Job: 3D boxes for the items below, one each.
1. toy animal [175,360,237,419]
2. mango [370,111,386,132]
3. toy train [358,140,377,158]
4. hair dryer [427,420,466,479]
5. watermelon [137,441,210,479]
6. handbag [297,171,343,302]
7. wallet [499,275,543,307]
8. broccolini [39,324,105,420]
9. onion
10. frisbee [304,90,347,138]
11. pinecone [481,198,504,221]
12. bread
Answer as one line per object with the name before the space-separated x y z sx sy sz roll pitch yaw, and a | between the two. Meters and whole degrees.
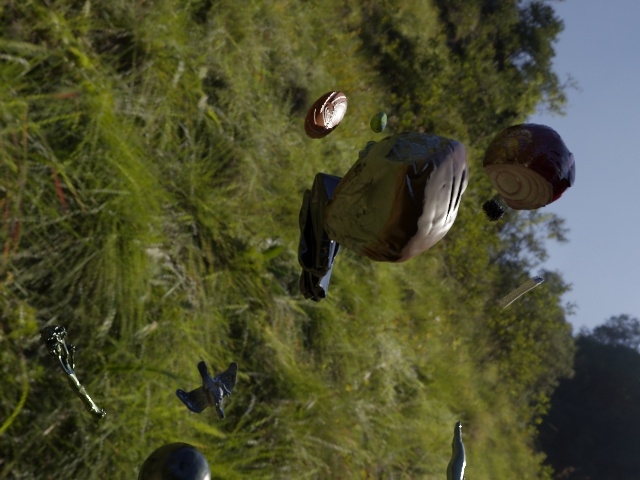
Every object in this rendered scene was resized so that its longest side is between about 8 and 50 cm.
toy animal | -0.397 0.546 2.435 0.176 0.239 0.255 -10 -77 59
mango | 0.231 -0.467 2.656 0.056 0.108 0.073 8 -47 26
toy train | 0.297 -0.306 2.801 0.300 0.201 0.131 2 -18 24
hair dryer | 0.357 0.563 1.538 0.229 0.267 0.092 36 -46 13
watermelon | -0.422 0.691 1.962 0.212 0.212 0.212 41 -18 16
handbag | -0.001 0.000 1.656 0.114 0.256 0.285 7 -24 -5
wallet | 0.538 0.135 1.809 0.122 0.061 0.025 -44 -112 34
broccolini | -0.746 0.407 2.077 0.078 0.074 0.392 -123 -167 -51
onion | 0.586 -0.220 1.856 0.206 0.206 0.216 3 -30 39
frisbee | 0.025 -0.431 2.355 0.035 0.192 0.192 45 -16 28
pinecone | 0.624 -0.109 2.449 0.083 0.077 0.077 46 -17 -3
bread | 0.165 -0.097 1.400 0.225 0.250 0.278 37 -55 31
